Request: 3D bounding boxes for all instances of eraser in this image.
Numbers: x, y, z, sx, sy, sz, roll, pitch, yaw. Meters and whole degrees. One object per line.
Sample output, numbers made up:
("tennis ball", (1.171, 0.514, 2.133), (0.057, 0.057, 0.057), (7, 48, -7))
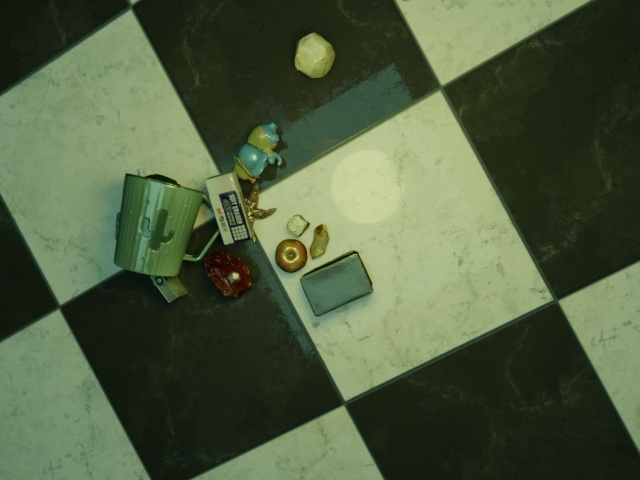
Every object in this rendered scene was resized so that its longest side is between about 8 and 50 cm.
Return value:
("eraser", (-0.378, -0.136, 1.768), (0.130, 0.086, 0.288), (-13, 106, 8))

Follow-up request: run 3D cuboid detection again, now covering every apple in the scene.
("apple", (-0.126, 0.064, 1.797), (0.146, 0.131, 0.147), (0, 89, 3))

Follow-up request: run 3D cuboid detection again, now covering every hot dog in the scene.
("hot dog", (0.001, 0.000, 1.813), (0.078, 0.061, 0.169), (37, 120, 34))

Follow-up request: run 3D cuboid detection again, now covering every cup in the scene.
("cup", (-0.634, -0.062, 1.750), (0.399, 0.310, 0.393), (13, 92, 3))

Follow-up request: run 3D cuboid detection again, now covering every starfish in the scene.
("starfish", (-0.312, -0.128, 1.841), (0.235, 0.062, 0.278), (-21, 99, 6))

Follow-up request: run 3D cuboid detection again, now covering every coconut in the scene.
("coconut", (-0.033, -0.758, 1.730), (0.162, 0.161, 0.161), (32, 96, 5))

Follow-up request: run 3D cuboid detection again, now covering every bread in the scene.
("bread", (-0.096, -0.066, 1.816), (0.076, 0.070, 0.083), (39, 95, 2))

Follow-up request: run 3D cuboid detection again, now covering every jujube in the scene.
("jujube", (-0.403, 0.140, 1.831), (0.168, 0.168, 0.236), (-47, 72, 7))

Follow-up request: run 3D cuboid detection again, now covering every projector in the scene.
("projector", (-0.673, 0.198, 1.874), (0.061, 0.115, 0.147), (-37, 89, 6))

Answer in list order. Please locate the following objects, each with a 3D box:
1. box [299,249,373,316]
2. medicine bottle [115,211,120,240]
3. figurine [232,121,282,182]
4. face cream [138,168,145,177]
("box", (0.066, 0.176, 1.777), (0.273, 0.143, 0.184), (-25, 90, 6))
("medicine bottle", (-0.843, -0.029, 1.891), (0.119, 0.094, 0.188), (5, 94, 8))
("figurine", (-0.261, -0.364, 1.779), (0.262, 0.153, 0.180), (-41, 81, 15))
("face cream", (-0.802, -0.266, 1.911), (0.038, 0.020, 0.115), (-8, 95, 6))
